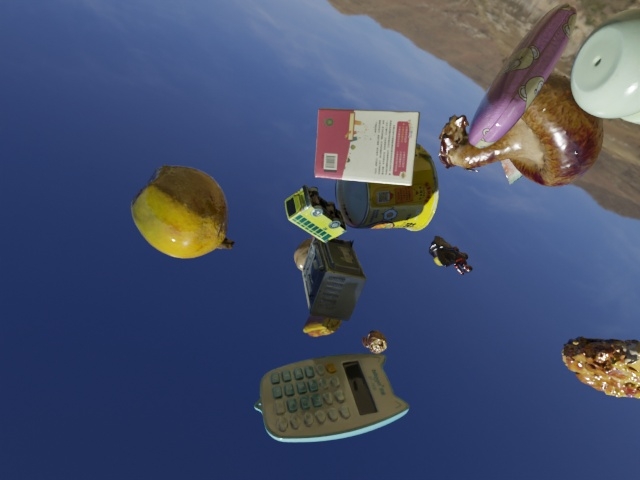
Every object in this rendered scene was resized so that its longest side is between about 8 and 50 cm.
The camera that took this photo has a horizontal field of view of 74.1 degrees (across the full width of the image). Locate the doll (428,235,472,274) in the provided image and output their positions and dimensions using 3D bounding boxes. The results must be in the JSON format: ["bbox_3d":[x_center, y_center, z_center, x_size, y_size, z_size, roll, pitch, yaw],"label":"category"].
[{"bbox_3d":[0.504,0.062,1.665,0.249,0.088,0.127,19,-157,-40],"label":"doll"}]

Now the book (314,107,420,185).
[{"bbox_3d":[0.102,-0.217,0.972,0.232,0.162,0.022,7,-166,16],"label":"book"}]

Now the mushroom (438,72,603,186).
[{"bbox_3d":[0.543,-0.288,1.145,0.357,0.330,0.334,-17,-134,-8],"label":"mushroom"}]

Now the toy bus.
[{"bbox_3d":[-0.011,-0.070,1.183,0.175,0.101,0.088,33,-147,-45],"label":"toy bus"}]

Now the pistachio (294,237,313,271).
[{"bbox_3d":[-0.058,0.063,1.837,0.113,0.149,0.113,20,179,1],"label":"pistachio"}]

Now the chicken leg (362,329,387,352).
[{"bbox_3d":[0.255,0.490,2.055,0.087,0.251,0.107,1,-103,-8],"label":"chicken leg"}]

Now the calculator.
[{"bbox_3d":[0.019,0.413,1.131,0.387,0.054,0.256,-4,-150,-12],"label":"calculator"}]

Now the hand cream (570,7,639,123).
[{"bbox_3d":[0.397,-0.153,0.404,0.307,0.093,0.146,4,-102,-9],"label":"hand cream"}]

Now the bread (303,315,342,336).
[{"bbox_3d":[0.014,0.381,1.962,0.103,0.172,0.132,45,-128,-14],"label":"bread"}]

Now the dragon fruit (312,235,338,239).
[{"bbox_3d":[0.000,0.000,2.178,0.162,0.083,0.106,30,-127,-21],"label":"dragon fruit"}]

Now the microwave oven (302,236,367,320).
[{"bbox_3d":[0.034,0.105,1.348,0.146,0.193,0.240,10,-154,-14],"label":"microwave oven"}]

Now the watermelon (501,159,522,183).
[{"bbox_3d":[0.716,-0.340,1.526,0.176,0.255,0.260,33,-149,33],"label":"watermelon"}]

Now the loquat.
[{"bbox_3d":[-0.298,-0.050,0.966,0.246,0.214,0.213,41,-155,-29],"label":"loquat"}]

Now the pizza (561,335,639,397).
[{"bbox_3d":[0.903,0.394,1.312,0.278,0.408,0.113,20,-115,26],"label":"pizza"}]

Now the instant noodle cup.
[{"bbox_3d":[0.215,-0.178,1.492,0.255,0.325,0.325,-8,-134,-22],"label":"instant noodle cup"}]

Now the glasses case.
[{"bbox_3d":[0.360,-0.294,0.757,0.076,0.123,0.316,35,-107,4],"label":"glasses case"}]
